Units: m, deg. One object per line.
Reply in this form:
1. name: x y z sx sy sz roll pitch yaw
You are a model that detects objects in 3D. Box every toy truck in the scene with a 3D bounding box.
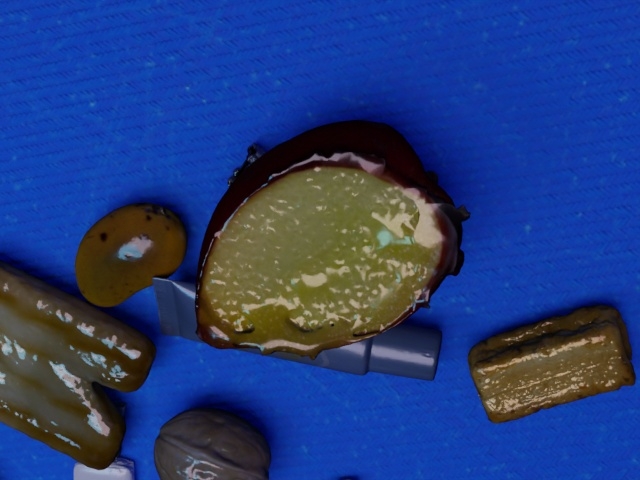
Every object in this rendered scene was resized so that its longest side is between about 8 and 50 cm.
1. toy truck: -0.091 -0.083 1.568 0.044 0.039 0.083 27 112 -18

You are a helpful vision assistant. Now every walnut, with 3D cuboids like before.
1. walnut: -0.148 0.302 1.647 0.162 0.140 0.140 20 110 13

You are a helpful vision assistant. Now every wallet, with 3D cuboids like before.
1. wallet: -0.316 0.399 1.759 0.095 0.033 0.190 3 109 7

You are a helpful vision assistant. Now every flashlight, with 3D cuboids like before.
1. flashlight: -0.292 0.272 1.721 0.018 0.018 0.083 11 108 5

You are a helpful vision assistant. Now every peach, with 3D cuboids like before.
1. peach: 0.000 0.000 1.492 0.362 0.201 0.257 -36 104 14

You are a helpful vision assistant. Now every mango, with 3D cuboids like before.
1. mango: -0.260 0.017 1.602 0.178 0.090 0.115 -28 110 24

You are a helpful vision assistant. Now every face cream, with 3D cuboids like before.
1. face cream: -0.033 0.120 1.596 0.385 0.086 0.135 9 143 7

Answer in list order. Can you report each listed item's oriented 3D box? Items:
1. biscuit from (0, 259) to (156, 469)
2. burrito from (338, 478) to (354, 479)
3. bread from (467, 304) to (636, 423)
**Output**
1. biscuit: -0.383 0.170 1.668 0.291 0.062 0.237 25 115 7
2. burrito: 0.031 0.425 1.704 0.058 0.045 0.188 4 110 15
3. bread: 0.298 0.159 1.557 0.211 0.083 0.114 -17 109 14
